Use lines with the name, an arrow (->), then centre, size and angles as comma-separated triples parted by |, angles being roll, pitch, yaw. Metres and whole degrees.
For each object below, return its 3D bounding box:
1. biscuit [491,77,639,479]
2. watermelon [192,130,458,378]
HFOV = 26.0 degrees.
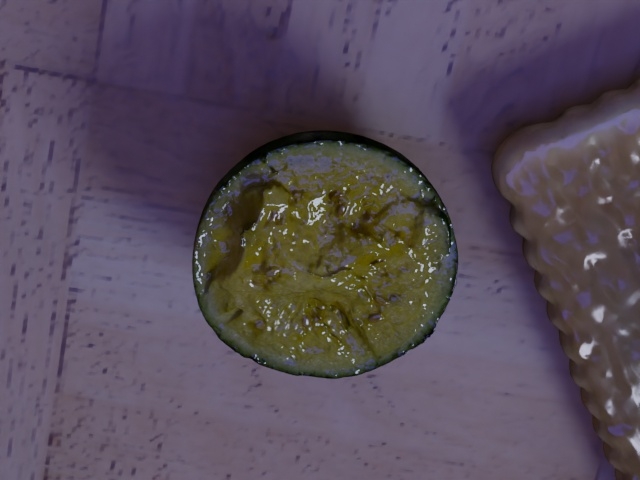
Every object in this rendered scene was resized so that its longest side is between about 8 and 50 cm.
biscuit -> 0.183, 0.038, 0.589 | 0.160, 0.030, 0.250 | -23, 111, 8
watermelon -> 0.000, 0.000, 0.555 | 0.105, 0.062, 0.105 | -2, 119, -4
